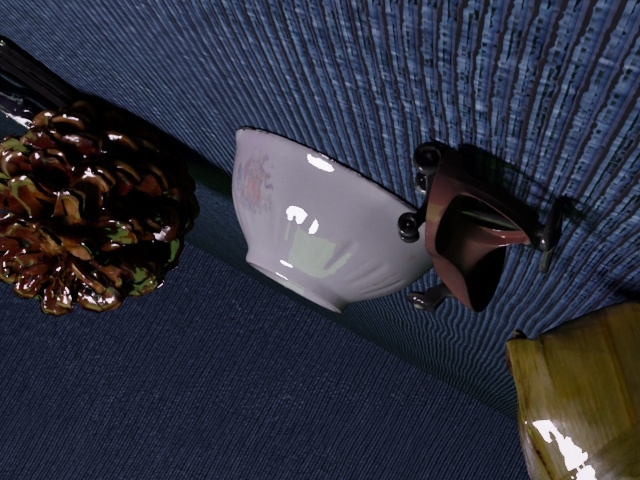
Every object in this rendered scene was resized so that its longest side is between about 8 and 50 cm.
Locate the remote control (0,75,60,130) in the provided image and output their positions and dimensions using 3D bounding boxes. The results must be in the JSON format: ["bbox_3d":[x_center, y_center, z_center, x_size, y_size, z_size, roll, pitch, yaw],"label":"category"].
[{"bbox_3d":[-0.343,-0.155,1.190,0.222,0.042,0.072,32,-174,0],"label":"remote control"}]

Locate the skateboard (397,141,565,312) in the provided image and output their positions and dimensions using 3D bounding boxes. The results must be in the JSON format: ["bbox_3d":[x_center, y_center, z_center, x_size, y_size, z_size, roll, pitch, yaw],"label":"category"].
[{"bbox_3d":[0.085,-0.001,0.531,0.080,0.067,0.151,18,167,16],"label":"skateboard"}]

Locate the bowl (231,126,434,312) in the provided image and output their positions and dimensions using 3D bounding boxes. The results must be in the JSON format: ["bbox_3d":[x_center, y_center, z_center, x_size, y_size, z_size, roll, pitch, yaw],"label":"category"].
[{"bbox_3d":[0.000,0.000,0.759,0.189,0.086,0.189,29,174,3],"label":"bowl"}]

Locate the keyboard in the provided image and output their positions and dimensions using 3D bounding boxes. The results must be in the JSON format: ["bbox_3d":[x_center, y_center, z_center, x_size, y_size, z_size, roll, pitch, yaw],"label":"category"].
[{"bbox_3d":[-0.272,-0.152,1.053,0.087,0.017,0.250,24,172,33],"label":"keyboard"}]

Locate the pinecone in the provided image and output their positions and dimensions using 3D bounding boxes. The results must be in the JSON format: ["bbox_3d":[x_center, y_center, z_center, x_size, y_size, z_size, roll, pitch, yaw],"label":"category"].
[{"bbox_3d":[-0.238,-0.025,0.997,0.221,0.221,0.221,29,174,4],"label":"pinecone"}]

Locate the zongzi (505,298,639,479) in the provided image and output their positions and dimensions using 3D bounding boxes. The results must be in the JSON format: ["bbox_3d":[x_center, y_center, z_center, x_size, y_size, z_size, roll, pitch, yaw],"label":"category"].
[{"bbox_3d":[0.209,0.189,0.603,0.260,0.123,0.289,41,-150,-70],"label":"zongzi"}]
